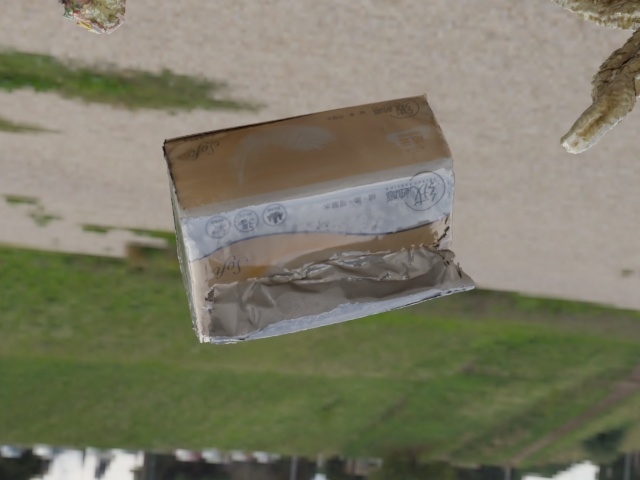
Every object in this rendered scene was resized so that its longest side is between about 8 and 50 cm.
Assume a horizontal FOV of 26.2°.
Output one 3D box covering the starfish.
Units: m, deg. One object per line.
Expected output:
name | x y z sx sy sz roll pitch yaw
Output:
starfish | 0.300 -0.206 1.111 0.327 0.375 0.094 7 143 43

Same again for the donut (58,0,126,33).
donut | -0.256 -0.387 1.918 0.233 0.199 0.085 -31 126 15

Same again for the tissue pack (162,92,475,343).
tissue pack | 0.000 0.000 1.505 0.305 0.238 0.238 -11 179 -10
